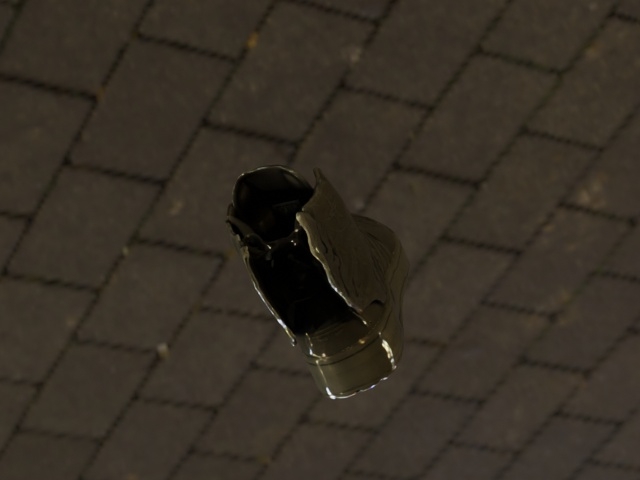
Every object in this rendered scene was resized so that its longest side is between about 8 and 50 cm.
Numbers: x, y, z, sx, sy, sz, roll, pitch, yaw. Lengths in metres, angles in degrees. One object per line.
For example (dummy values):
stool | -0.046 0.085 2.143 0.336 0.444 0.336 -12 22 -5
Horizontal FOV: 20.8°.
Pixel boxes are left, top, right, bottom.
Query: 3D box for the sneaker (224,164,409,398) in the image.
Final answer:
sneaker | -0.002 0.001 0.699 0.051 0.170 0.089 -26 112 9
